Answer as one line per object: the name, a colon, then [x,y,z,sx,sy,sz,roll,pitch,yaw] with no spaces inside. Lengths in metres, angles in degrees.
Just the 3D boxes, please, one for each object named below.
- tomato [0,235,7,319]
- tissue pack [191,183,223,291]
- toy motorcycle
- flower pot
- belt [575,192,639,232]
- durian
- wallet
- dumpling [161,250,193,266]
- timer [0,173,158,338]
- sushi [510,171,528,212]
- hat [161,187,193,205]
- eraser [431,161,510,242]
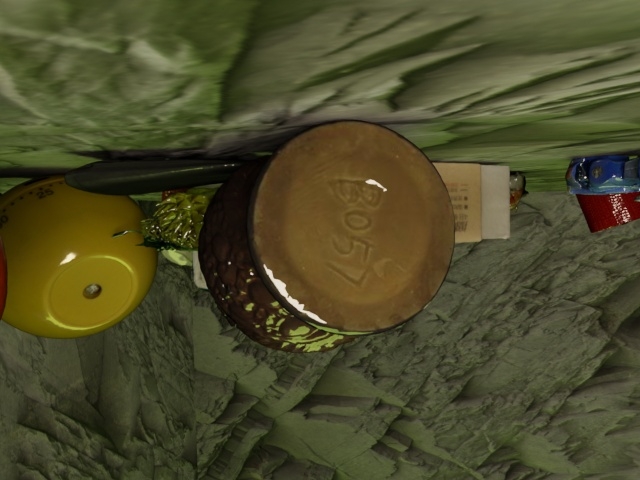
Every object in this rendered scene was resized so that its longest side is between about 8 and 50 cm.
tomato: [-0.327,0.021,0.261,0.256,0.224,0.256,-12,-178,0]
tissue pack: [-0.032,-0.019,0.977,0.264,0.253,0.417,1,-178,34]
toy motorcycle: [0.468,-0.103,0.735,0.114,0.076,0.205,5,180,-23]
flower pot: [0.000,0.000,0.527,0.267,0.266,0.267,-2,173,-16]
belt: [0.607,-0.093,0.954,0.201,0.124,0.128,-10,169,-41]
durian: [-0.185,-0.032,0.755,0.375,0.106,0.132,2,-167,26]
wallet: [-0.213,-0.100,0.681,0.245,0.052,0.168,-4,-176,5]
dumpling: [-0.219,-0.042,1.139,0.318,0.187,0.242,-29,157,-34]
timer: [-0.539,0.011,0.984,0.376,0.376,0.387,-5,-152,-46]
sushi: [0.442,-0.115,1.116,0.097,0.103,0.226,27,-168,10]
hat: [-0.324,-0.116,1.211,0.094,0.112,0.162,32,-151,24]
eraser: [0.172,-0.065,0.818,0.344,0.144,0.078,-1,-178,-19]
